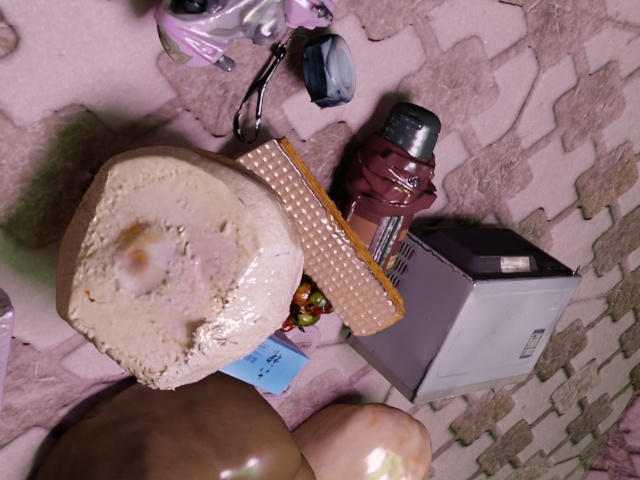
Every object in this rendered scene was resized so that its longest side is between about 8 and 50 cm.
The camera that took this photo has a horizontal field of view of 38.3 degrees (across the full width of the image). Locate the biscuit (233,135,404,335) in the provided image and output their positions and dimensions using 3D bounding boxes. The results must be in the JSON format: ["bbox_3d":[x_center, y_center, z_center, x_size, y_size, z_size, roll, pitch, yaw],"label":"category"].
[{"bbox_3d":[0.000,0.000,1.342,0.094,0.054,0.379,-28,121,17],"label":"biscuit"}]

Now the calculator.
[{"bbox_3d":[-0.063,0.214,1.607,0.100,0.032,0.175,4,119,-47],"label":"calculator"}]

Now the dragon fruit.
[{"bbox_3d":[-0.036,0.094,1.480,0.142,0.175,0.138,19,99,-20],"label":"dragon fruit"}]

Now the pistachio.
[{"bbox_3d":[0.059,0.430,1.754,0.321,0.238,0.229,-21,133,-3],"label":"pistachio"}]

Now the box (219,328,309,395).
[{"bbox_3d":[-0.136,0.136,1.373,0.083,0.142,0.232,-51,144,3],"label":"box"}]

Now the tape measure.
[{"bbox_3d":[-0.039,-0.210,1.259,0.180,0.104,0.107,-24,175,21],"label":"tape measure"}]

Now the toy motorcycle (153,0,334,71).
[{"bbox_3d":[-0.080,-0.290,1.074,0.327,0.143,0.188,-16,143,-56],"label":"toy motorcycle"}]

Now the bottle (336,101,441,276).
[{"bbox_3d":[0.108,-0.080,1.433,0.271,0.143,0.156,-66,166,20],"label":"bottle"}]

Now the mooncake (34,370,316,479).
[{"bbox_3d":[-0.222,0.428,1.448,0.467,0.262,0.467,-29,139,-29],"label":"mooncake"}]

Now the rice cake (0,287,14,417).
[{"bbox_3d":[-0.442,0.205,1.190,0.056,0.072,0.365,-7,125,-39],"label":"rice cake"}]

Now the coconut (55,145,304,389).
[{"bbox_3d":[-0.166,0.027,1.135,0.297,0.297,0.254,-49,171,0],"label":"coconut"}]

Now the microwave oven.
[{"bbox_3d":[0.260,0.117,1.696,0.355,0.218,0.286,-1,121,-44],"label":"microwave oven"}]
